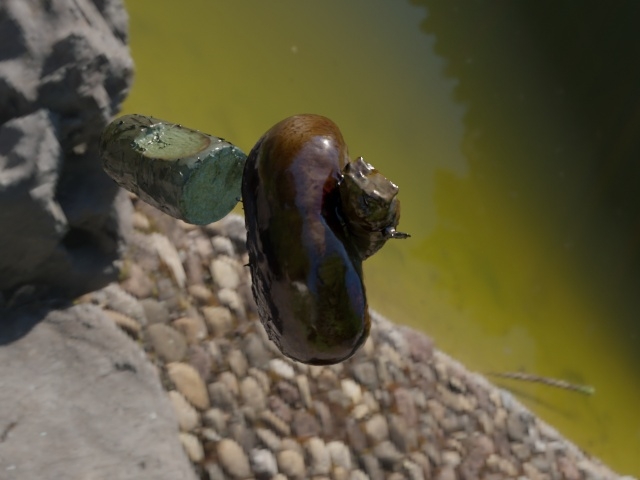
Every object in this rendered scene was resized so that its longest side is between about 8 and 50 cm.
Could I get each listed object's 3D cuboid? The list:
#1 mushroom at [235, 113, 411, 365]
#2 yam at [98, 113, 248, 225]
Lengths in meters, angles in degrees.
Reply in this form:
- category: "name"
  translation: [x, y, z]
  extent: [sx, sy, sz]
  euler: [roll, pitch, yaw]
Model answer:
- category: "mushroom"
  translation: [-0.012, -0.001, 1.433]
  extent: [0.163, 0.278, 0.297]
  euler: [-3, 69, -18]
- category: "yam"
  translation: [-0.222, -0.109, 1.915]
  extent: [0.154, 0.254, 0.154]
  euler: [-16, 115, -38]
